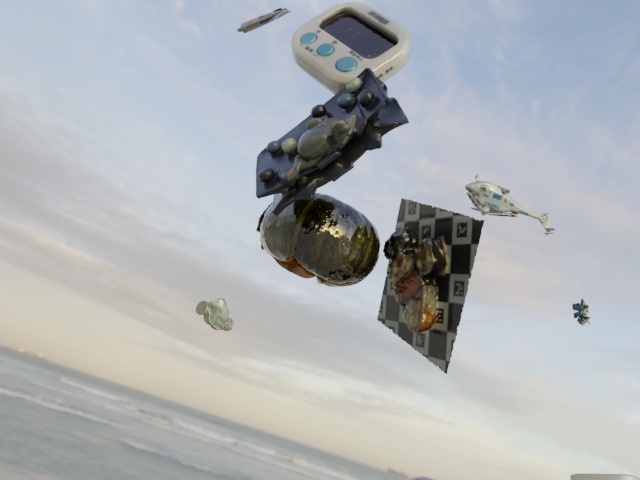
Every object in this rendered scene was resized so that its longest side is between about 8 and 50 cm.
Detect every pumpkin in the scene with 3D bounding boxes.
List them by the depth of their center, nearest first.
[{"bbox_3d":[0.000,0.000,1.336,0.321,0.192,0.320,24,-11,5],"label":"pumpkin"}]

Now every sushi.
[{"bbox_3d":[0.206,0.081,1.233,0.069,0.339,0.320,5,12,-24],"label":"sushi"}]

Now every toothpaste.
[{"bbox_3d":[-0.167,-0.635,1.557,0.170,0.028,0.045,-13,3,22],"label":"toothpaste"}]

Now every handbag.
[{"bbox_3d":[0.008,-0.203,1.099,0.326,0.269,0.118,-36,-64,15],"label":"handbag"}]

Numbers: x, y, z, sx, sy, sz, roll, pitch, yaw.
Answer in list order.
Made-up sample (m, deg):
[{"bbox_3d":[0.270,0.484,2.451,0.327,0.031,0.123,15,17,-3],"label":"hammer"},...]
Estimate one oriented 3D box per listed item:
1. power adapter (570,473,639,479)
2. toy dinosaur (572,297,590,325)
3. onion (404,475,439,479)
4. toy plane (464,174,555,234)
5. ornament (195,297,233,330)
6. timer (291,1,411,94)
[{"bbox_3d":[0.545,0.551,0.992,0.125,0.204,0.130,-18,-45,37],"label":"power adapter"},{"bbox_3d":[0.765,0.209,1.576,0.031,0.083,0.047,-7,-1,-17],"label":"toy dinosaur"},{"bbox_3d":[0.272,0.807,1.411,0.354,0.353,0.353,16,-21,6],"label":"onion"},{"bbox_3d":[0.546,-0.102,1.547,0.273,0.107,0.182,19,-1,16],"label":"toy plane"},{"bbox_3d":[-0.206,0.151,1.080,0.041,0.068,0.092,-18,-65,23],"label":"ornament"},{"bbox_3d":[0.074,-0.458,1.296,0.262,0.237,0.087,45,-19,28],"label":"timer"}]
